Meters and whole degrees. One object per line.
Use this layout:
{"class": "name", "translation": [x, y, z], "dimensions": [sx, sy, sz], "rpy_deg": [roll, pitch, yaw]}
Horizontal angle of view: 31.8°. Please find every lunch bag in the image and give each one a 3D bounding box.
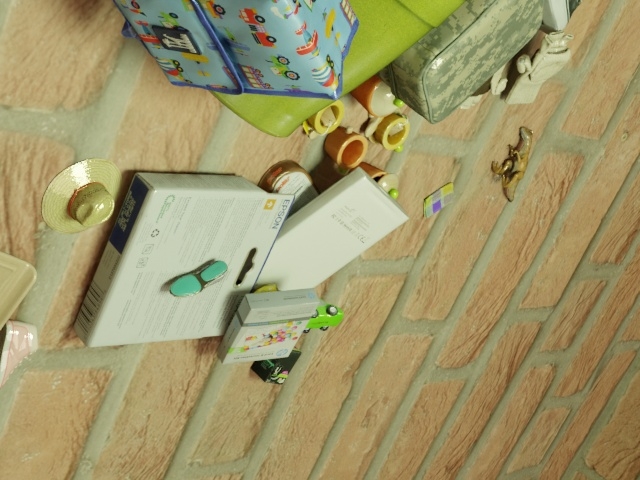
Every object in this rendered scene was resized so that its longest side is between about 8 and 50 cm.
{"class": "lunch bag", "translation": [0.193, -0.390, 1.883], "dimensions": [0.305, 0.256, 0.212], "rpy_deg": [-44, 157, -10]}
{"class": "lunch bag", "translation": [-0.131, -0.293, 1.442], "dimensions": [0.221, 0.293, 0.138], "rpy_deg": [54, 44, -52]}

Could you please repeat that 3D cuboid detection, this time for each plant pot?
{"class": "plant pot", "translation": [-0.025, -0.355, 1.662], "dimensions": [0.353, 0.366, 0.366], "rpy_deg": [-46, 145, 16]}

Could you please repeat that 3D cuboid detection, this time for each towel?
{"class": "towel", "translation": [0.257, -0.087, 2.431], "dimensions": [0.083, 0.009, 0.060], "rpy_deg": [-31, 140, -24]}

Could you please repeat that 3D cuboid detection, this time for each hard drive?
{"class": "hard drive", "translation": [0.000, 0.000, 2.139], "dimensions": [0.307, 0.040, 0.203], "rpy_deg": [-36, 145, 12]}

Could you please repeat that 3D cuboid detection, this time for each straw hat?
{"class": "straw hat", "translation": [-0.362, -0.056, 1.774], "dimensions": [0.144, 0.061, 0.144], "rpy_deg": [-28, 139, -27]}

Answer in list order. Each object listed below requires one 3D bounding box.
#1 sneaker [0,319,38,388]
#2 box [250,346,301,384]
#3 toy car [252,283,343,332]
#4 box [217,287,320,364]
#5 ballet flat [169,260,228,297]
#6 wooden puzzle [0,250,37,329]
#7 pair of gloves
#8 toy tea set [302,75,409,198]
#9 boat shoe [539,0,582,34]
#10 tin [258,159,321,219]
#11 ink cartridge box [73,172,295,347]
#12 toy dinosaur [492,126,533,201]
{"class": "sneaker", "translation": [-0.504, 0.192, 1.851], "dimensions": [0.070, 0.051, 0.134], "rpy_deg": [4, 115, -42]}
{"class": "box", "translation": [-0.091, 0.249, 2.329], "dimensions": [0.062, 0.052, 0.083], "rpy_deg": [18, 107, -52]}
{"class": "toy car", "translation": [-0.064, 0.150, 2.206], "dimensions": [0.225, 0.053, 0.239], "rpy_deg": [-4, 144, -27]}
{"class": "box", "translation": [-0.100, 0.162, 2.114], "dimensions": [0.145, 0.038, 0.186], "rpy_deg": [-4, 144, -29]}
{"class": "ballet flat", "translation": [-0.212, 0.073, 1.949], "dimensions": [0.114, 0.041, 0.041], "rpy_deg": [-27, 138, -24]}
{"class": "wooden puzzle", "translation": [-0.580, 0.088, 1.696], "dimensions": [0.221, 0.044, 0.238], "rpy_deg": [-53, 139, 5]}
{"class": "pair of gloves", "translation": [0.390, -0.340, 2.262], "dimensions": [0.240, 0.042, 0.204], "rpy_deg": [-4, 145, -32]}
{"class": "toy tea set", "translation": [0.102, -0.190, 2.083], "dimensions": [0.200, 0.124, 0.336], "rpy_deg": [-44, 143, -7]}
{"class": "boat shoe", "translation": [0.444, -0.536, 2.161], "dimensions": [0.119, 0.121, 0.335], "rpy_deg": [-51, 155, -11]}
{"class": "tin", "translation": [-0.051, -0.075, 2.103], "dimensions": [0.106, 0.040, 0.190], "rpy_deg": [-48, 144, -9]}
{"class": "ink cartridge box", "translation": [-0.236, 0.034, 1.973], "dimensions": [0.330, 0.071, 0.324], "rpy_deg": [-1, 125, -48]}
{"class": "toy dinosaur", "translation": [0.437, -0.148, 2.520], "dimensions": [0.112, 0.064, 0.212], "rpy_deg": [-18, 134, -37]}
